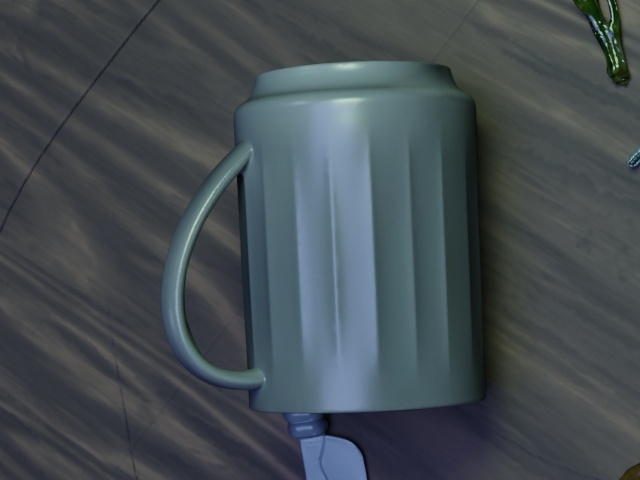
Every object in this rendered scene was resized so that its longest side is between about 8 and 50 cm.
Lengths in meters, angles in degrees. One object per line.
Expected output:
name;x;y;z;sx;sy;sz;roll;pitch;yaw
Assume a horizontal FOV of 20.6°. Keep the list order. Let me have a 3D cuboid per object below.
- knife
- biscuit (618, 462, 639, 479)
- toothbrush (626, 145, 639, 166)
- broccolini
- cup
knife;0.005;0.226;1.837;0.080;0.044;0.331;-15;89;13
biscuit;0.402;0.319;1.640;0.273;0.049;0.257;0;89;24
toothbrush;0.365;-0.146;1.678;0.017;0.022;0.204;47;105;16
broccolini;0.263;-0.249;1.705;0.074;0.058;0.201;-23;79;30
cup;0.000;0.000;1.696;0.237;0.323;0.327;176;91;-68
